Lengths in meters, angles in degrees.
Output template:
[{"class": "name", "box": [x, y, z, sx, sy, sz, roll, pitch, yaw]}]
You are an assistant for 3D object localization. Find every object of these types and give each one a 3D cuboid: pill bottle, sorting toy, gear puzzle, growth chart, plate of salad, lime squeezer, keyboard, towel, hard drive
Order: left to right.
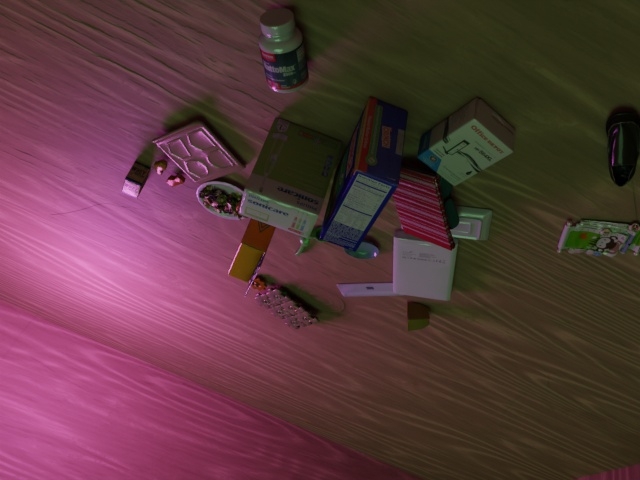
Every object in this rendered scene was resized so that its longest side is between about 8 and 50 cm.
[{"class": "sorting toy", "box": [-0.411, -0.264, 1.965, 0.307, 0.041, 0.229, -13, 138, 35]}, {"class": "plate of salad", "box": [-0.321, -0.124, 2.090, 0.200, 0.048, 0.199, 10, 146, 7]}, {"class": "gear puzzle", "box": [-0.167, 0.240, 2.520, 0.339, 0.044, 0.175, 40, 140, -23]}, {"class": "pill bottle", "box": [-0.092, -0.460, 1.516, 0.108, 0.108, 0.180, 7, 142, 14]}, {"class": "lime squeezer", "box": [0.000, 0.000, 2.121, 0.310, 0.058, 0.110, -18, 131, 37]}, {"class": "keyboard", "box": [0.188, 0.180, 2.318, 0.256, 0.014, 0.072, -4, 133, 26]}, {"class": "towel", "box": [0.287, -0.100, 1.805, 0.199, 0.031, 0.274, 24, 147, 44]}, {"class": "hard drive", "box": [0.346, 0.088, 2.100, 0.203, 0.040, 0.307, 7, 142, 12]}, {"class": "growth chart", "box": [0.815, -0.003, 1.814, 0.237, 0.021, 0.172, 3, 142, 20]}]

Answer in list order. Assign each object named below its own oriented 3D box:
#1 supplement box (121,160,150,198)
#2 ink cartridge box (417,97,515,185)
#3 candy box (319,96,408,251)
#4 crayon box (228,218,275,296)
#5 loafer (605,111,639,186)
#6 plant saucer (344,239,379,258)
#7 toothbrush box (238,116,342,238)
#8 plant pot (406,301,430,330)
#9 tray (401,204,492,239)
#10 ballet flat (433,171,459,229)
[{"class": "supplement box", "box": [-0.614, -0.202, 2.083, 0.056, 0.083, 0.083, 24, 142, -11]}, {"class": "ink cartridge box", "box": [0.375, -0.250, 1.616, 0.148, 0.085, 0.203, 34, 142, -20]}, {"class": "candy box", "box": [0.114, -0.170, 1.674, 0.122, 0.268, 0.317, 19, 143, -8]}, {"class": "crayon box", "box": [-0.198, -0.012, 1.960, 0.083, 0.322, 0.203, 23, 143, -7]}, {"class": "loafer", "box": [0.739, -0.216, 1.517, 0.080, 0.078, 0.220, -3, 139, 26]}, {"class": "plant saucer", "box": [0.139, 0.026, 2.114, 0.119, 0.021, 0.119, 7, 151, 4]}, {"class": "toothbrush box", "box": [-0.079, -0.176, 1.732, 0.206, 0.283, 0.122, 19, 143, -4]}, {"class": "plant pot", "box": [0.362, 0.283, 2.324, 0.083, 0.081, 0.081, 0, 141, 6]}, {"class": "tray", "box": [0.381, -0.054, 1.917, 0.271, 0.030, 0.145, 8, 142, 13]}, {"class": "ballet flat", "box": [0.343, -0.128, 1.796, 0.079, 0.077, 0.221, 23, 143, 44]}]
